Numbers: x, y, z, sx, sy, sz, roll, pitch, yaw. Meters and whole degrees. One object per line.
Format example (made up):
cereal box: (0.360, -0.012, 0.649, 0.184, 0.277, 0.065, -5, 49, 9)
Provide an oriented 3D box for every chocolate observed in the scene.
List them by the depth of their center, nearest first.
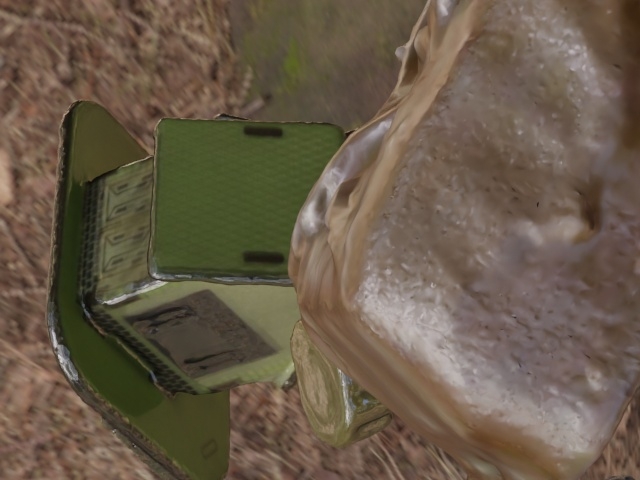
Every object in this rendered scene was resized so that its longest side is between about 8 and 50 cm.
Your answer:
chocolate: (0.066, -0.039, 0.499, 0.093, 0.148, 0.214, 30, 83, 1)

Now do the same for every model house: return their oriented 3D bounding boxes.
model house: (0.000, 0.000, 1.093, 0.279, 0.205, 0.218, -17, 51, 21)

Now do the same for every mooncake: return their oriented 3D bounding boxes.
mooncake: (0.053, 0.179, 0.847, 0.057, 0.347, 0.150, -25, 49, -6)

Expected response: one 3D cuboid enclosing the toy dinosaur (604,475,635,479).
toy dinosaur: (0.292, 0.155, 0.964, 0.248, 0.188, 0.075, 8, 85, 36)
